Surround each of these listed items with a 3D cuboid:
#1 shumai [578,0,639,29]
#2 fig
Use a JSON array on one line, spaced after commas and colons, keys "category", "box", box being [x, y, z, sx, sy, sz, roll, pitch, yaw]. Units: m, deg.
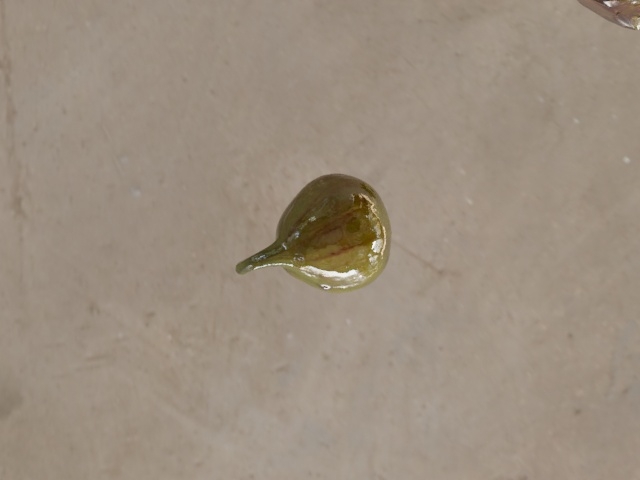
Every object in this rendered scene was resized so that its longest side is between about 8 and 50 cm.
[{"category": "shumai", "box": [0.257, -0.251, 1.214, 0.201, 0.201, 0.120, 28, 89, -21]}, {"category": "fig", "box": [0.000, 0.000, 0.954, 0.098, 0.084, 0.082, -20, 98, -33]}]
